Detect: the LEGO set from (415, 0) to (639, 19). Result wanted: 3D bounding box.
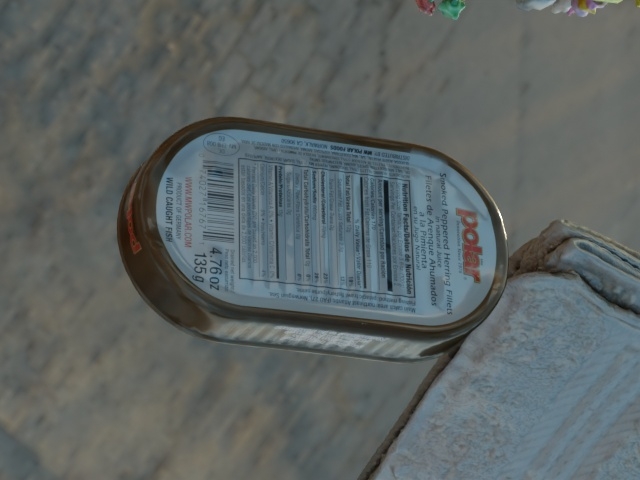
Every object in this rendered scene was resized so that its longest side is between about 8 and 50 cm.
[{"bbox_3d":[0.107,-0.155,0.911,0.287,0.132,0.107,-41,-172,-34],"label":"LEGO set"}]

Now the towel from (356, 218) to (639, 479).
[{"bbox_3d":[0.139,0.122,1.040,0.282,0.187,0.049,-61,-175,40],"label":"towel"}]

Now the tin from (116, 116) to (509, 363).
[{"bbox_3d":[0.000,0.000,0.886,0.040,0.190,0.106,140,-47,-62],"label":"tin"}]
